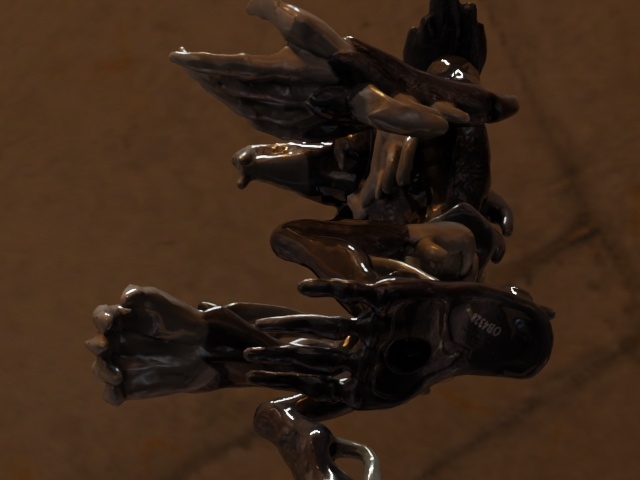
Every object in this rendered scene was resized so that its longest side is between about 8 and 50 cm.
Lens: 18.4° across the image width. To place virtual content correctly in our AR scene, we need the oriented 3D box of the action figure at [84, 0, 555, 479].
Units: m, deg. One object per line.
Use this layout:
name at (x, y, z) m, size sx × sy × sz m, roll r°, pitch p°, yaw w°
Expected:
action figure at (0.000, 0.000, 0.664) m, size 0.141 × 0.275 × 0.164 m, roll 13°, pitch -68°, yaw -4°
